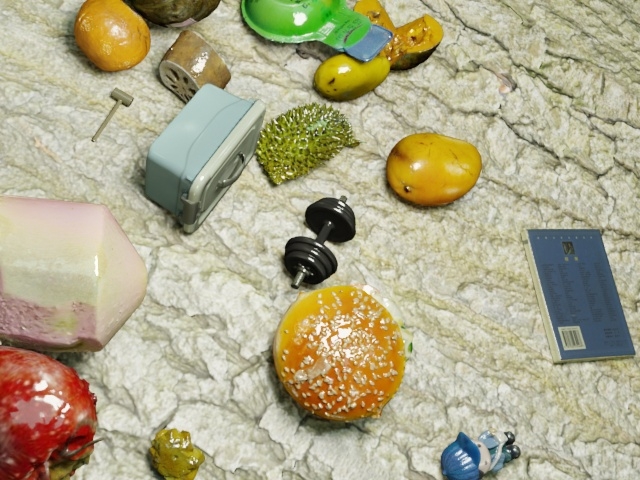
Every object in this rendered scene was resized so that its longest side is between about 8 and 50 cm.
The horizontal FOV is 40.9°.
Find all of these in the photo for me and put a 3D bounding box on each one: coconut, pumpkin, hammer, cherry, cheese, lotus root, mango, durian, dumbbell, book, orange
[{"bbox_3d":[-0.371,0.051,1.225,0.245,0.233,0.233,9,64,-11],"label":"coconut"},{"bbox_3d":[0.140,-0.398,1.703,0.183,0.108,0.119,20,54,-3],"label":"pumpkin"},{"bbox_3d":[-0.359,-0.210,1.458,0.035,0.019,0.110,30,64,-8],"label":"hammer"},{"bbox_3d":[-0.413,0.229,1.137,0.249,0.192,0.175,35,29,-5],"label":"cherry"},{"bbox_3d":[-0.016,-0.426,1.621,0.320,0.083,0.204,32,61,19],"label":"cheese"},{"bbox_3d":[-0.221,-0.300,1.499,0.122,0.112,0.081,41,64,-3],"label":"lotus root"},{"bbox_3d":[0.064,-0.315,1.633,0.161,0.103,0.076,-17,66,-28],"label":"mango"},{"bbox_3d":[-0.019,-0.195,1.553,0.220,0.095,0.137,-29,82,-37],"label":"durian"},{"bbox_3d":[0.000,0.000,1.467,0.099,0.099,0.209,33,57,-6],"label":"dumbbell"},{"bbox_3d":[0.222,-0.139,1.618,0.219,0.112,0.145,-13,71,-32],"label":"mango"},{"bbox_3d":[0.505,0.103,1.682,0.190,0.025,0.269,0,68,-25],"label":"book"},{"bbox_3d":[-0.247,-0.505,1.490,0.189,0.260,0.260,-12,68,13],"label":"pumpkin"},{"bbox_3d":[-0.356,-0.349,1.459,0.135,0.135,0.118,35,92,-6],"label":"orange"}]

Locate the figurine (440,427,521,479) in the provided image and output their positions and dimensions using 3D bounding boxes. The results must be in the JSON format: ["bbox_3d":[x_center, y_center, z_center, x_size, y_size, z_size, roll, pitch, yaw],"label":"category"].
[{"bbox_3d":[0.267,0.358,1.440,0.149,0.087,0.086,-5,70,-42],"label":"figurine"}]

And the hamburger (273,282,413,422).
[{"bbox_3d":[0.032,0.176,1.375,0.236,0.147,0.237,8,65,-17],"label":"hamburger"}]

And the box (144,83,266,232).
[{"bbox_3d":[-0.188,-0.139,1.419,0.130,0.162,0.227,30,58,4],"label":"box"}]

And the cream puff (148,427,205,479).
[{"bbox_3d":[-0.211,0.314,1.263,0.083,0.083,0.058,19,16,-3],"label":"cream puff"}]
